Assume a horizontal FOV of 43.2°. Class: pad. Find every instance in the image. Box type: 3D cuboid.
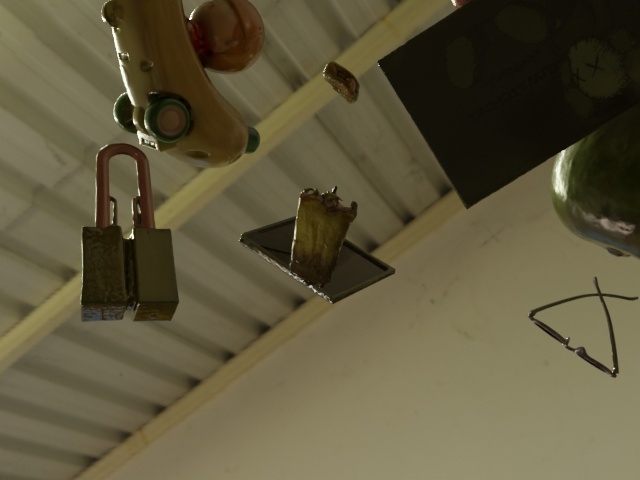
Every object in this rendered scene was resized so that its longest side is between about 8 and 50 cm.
[{"bbox_3d":[0.151,-0.125,0.562,0.190,0.127,0.004,-32,-10,9],"label":"pad"}]

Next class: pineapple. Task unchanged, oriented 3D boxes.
[{"bbox_3d":[0.000,0.000,0.948,0.069,0.116,0.137,12,-20,1],"label":"pineapple"}]

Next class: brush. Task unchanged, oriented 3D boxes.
[{"bbox_3d":[-0.227,-0.018,0.937,0.103,0.233,0.047,1,-33,-19],"label":"brush"}]

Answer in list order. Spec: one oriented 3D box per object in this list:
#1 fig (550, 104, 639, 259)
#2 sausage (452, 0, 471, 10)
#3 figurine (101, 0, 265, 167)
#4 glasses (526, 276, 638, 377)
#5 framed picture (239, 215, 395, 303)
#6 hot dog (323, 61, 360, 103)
[{"bbox_3d":[0.320,-0.069,0.764,0.181,0.181,0.191,15,-90,-45],"label":"fig"},{"bbox_3d":[0.259,-0.410,1.337,0.059,0.054,0.094,2,-24,-39],"label":"sausage"},{"bbox_3d":[-0.168,-0.251,1.074,0.222,0.124,0.324,-22,-65,-28],"label":"figurine"},{"bbox_3d":[0.352,0.100,1.050,0.103,0.140,0.062,-56,-2,0],"label":"glasses"},{"bbox_3d":[-0.006,0.026,1.583,0.189,0.260,0.023,-23,-47,-43],"label":"framed picture"},{"bbox_3d":[0.041,-0.246,1.265,0.090,0.034,0.030,37,-111,-47],"label":"hot dog"}]
